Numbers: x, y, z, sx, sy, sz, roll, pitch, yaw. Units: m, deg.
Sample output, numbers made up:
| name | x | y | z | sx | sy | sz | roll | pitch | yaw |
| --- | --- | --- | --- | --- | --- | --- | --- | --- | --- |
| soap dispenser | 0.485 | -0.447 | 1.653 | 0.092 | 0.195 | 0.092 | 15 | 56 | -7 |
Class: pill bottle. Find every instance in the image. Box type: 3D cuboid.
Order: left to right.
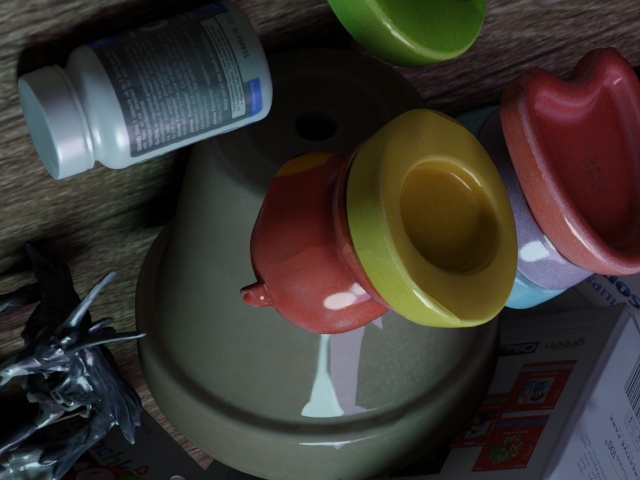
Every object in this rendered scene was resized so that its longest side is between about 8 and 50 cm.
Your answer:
| name | x | y | z | sx | sy | sz | roll | pitch | yaw |
| --- | --- | --- | --- | --- | --- | --- | --- | --- | --- |
| pill bottle | -0.105 | -0.088 | 1.120 | 0.137 | 0.078 | 0.078 | -20 | 160 | -18 |

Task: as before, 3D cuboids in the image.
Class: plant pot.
| name | x | y | z | sx | sy | sz | roll | pitch | yaw |
| --- | --- | --- | --- | --- | --- | --- | --- | --- | --- |
| plant pot | 0.000 | 0.000 | 1.278 | 0.263 | 0.263 | 0.229 | -21 | 143 | -17 |

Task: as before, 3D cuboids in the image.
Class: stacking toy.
| name | x | y | z | sx | sy | sz | roll | pitch | yaw |
| --- | --- | --- | --- | --- | --- | --- | --- | --- | --- |
| stacking toy | 0.062 | -0.080 | 1.122 | 0.130 | 0.279 | 0.309 | -19 | 172 | 38 |

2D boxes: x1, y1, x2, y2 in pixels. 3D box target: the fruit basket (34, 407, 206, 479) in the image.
| name | x | y | z | sx | sy | sz | roll | pitch | yaw |
| --- | --- | --- | --- | --- | --- | --- | --- | --- | --- |
| fruit basket | -0.241 | 0.241 | 1.531 | 0.353 | 0.327 | 0.165 | -22 | 123 | -23 |

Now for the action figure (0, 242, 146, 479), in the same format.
| name | x | y | z | sx | sy | sz | roll | pitch | yaw |
| --- | --- | --- | --- | --- | --- | --- | --- | --- | --- |
| action figure | -0.225 | 0.114 | 1.362 | 0.141 | 0.164 | 0.275 | -30 | 172 | -35 |

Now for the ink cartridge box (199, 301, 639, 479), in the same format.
| name | x | y | z | sx | sy | sz | roll | pitch | yaw |
| --- | --- | --- | --- | --- | --- | --- | --- | --- | --- |
| ink cartridge box | 0.070 | 0.189 | 1.381 | 0.309 | 0.130 | 0.272 | -9 | -150 | 35 |

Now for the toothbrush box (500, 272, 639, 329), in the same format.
| name | x | y | z | sx | sy | sz | roll | pitch | yaw |
| --- | --- | --- | --- | --- | --- | --- | --- | --- | --- |
| toothbrush box | 0.215 | 0.015 | 1.566 | 0.295 | 0.126 | 0.216 | -43 | 176 | -45 |
